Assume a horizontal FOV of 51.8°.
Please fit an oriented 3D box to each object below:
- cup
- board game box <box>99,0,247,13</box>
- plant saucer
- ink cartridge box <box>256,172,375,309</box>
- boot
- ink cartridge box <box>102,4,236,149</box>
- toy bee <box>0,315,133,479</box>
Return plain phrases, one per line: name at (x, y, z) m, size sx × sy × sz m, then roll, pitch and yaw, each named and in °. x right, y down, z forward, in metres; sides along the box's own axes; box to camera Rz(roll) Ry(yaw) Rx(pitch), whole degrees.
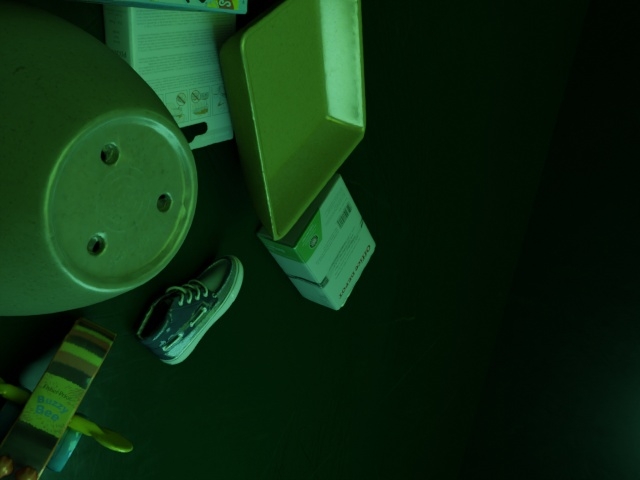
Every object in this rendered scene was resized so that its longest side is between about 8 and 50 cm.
cup at (-0.261, -0.063, 0.639) m, size 0.331 × 0.237 × 0.331 m, roll -29°, pitch 127°, yaw -48°
board game box at (-0.208, -0.293, 0.603) m, size 0.275 × 0.144 × 0.142 m, roll -19°, pitch 118°, yaw -52°
plant saucer at (-0.038, -0.224, 0.995) m, size 0.332 × 0.081 × 0.332 m, roll -54°, pitch 150°, yaw -40°
ink cartridge box at (0.000, 0.000, 1.187) m, size 0.160 × 0.093 × 0.219 m, roll -58°, pitch 145°, yaw -22°
boot at (-0.188, 0.087, 0.967) m, size 0.190 × 0.069 × 0.086 m, roll -58°, pitch 147°, yaw -19°
ink cartridge box at (-0.187, -0.229, 0.851) m, size 0.181 × 0.056 × 0.224 m, roll -27°, pitch 131°, yaw -48°
toy bee at (-0.308, 0.223, 0.737) m, size 0.195 × 0.162 × 0.298 m, roll 9°, pitch 72°, yaw -21°
